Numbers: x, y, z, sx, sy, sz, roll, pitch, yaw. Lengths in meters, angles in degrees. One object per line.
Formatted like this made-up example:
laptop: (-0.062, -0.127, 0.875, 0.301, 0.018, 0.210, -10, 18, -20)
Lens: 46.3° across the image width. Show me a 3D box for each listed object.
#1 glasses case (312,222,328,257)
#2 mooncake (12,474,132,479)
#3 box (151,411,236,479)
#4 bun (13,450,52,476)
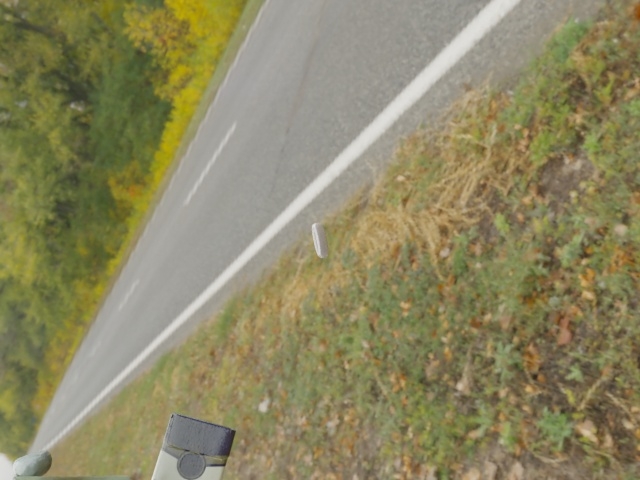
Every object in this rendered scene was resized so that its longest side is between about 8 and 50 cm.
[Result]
glasses case: (0.000, 0.000, 1.729, 0.021, 0.032, 0.083, -18, 81, 36)
mooncake: (-0.401, 0.513, 1.251, 0.250, 0.254, 0.136, 46, 118, 49)
box: (-0.320, 0.565, 1.823, 0.071, 0.168, 0.259, 122, 163, -72)
bun: (-0.584, 0.457, 1.523, 0.083, 0.083, 0.045, 165, 94, -72)
